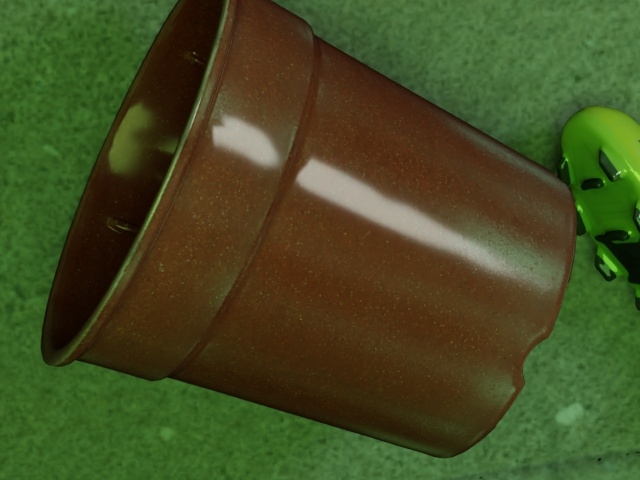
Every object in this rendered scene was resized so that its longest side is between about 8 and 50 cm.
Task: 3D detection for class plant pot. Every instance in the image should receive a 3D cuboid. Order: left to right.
[{"bbox_3d":[0.000,0.000,1.261,0.265,0.272,0.272,23,104,-15],"label":"plant pot"}]

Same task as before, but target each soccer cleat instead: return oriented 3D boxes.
[{"bbox_3d":[0.274,0.010,1.359,0.121,0.093,0.289,-44,98,-21],"label":"soccer cleat"}]
